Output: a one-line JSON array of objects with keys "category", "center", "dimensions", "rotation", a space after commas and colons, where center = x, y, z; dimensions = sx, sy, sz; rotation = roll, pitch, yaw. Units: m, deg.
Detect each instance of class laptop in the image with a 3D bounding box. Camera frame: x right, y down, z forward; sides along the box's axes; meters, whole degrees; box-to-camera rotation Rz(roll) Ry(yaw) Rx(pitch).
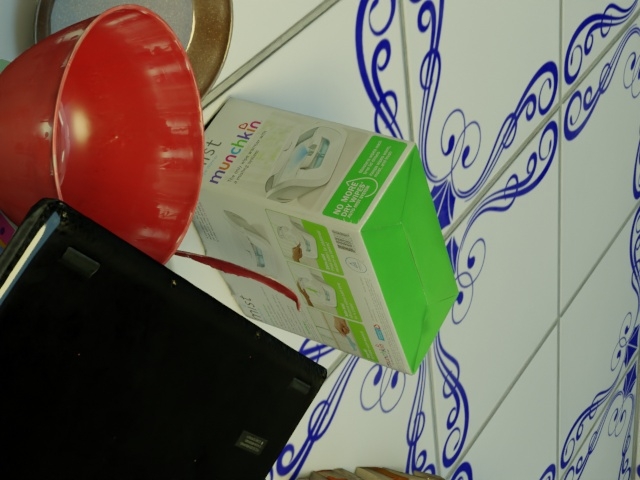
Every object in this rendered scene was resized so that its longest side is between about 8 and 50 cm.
[{"category": "laptop", "center": [-0.257, 0.167, 0.838], "dimensions": [0.408, 0.236, 0.382], "rotation": [-58, 149, -5]}]

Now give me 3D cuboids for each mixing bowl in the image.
[{"category": "mixing bowl", "center": [-0.163, -0.065, 0.801], "dimensions": [0.181, 0.098, 0.181], "rotation": [2, 90, -66]}]

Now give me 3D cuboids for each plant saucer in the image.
[{"category": "plant saucer", "center": [-0.167, -0.189, 1.041], "dimensions": [0.198, 0.036, 0.198], "rotation": [-19, 121, -35]}]

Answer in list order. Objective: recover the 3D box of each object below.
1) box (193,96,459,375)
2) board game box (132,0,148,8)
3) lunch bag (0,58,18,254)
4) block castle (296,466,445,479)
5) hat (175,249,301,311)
[{"category": "box", "center": [0.000, 0.000, 1.264], "dimensions": [0.127, 0.231, 0.262], "rotation": [-57, 146, -26]}, {"category": "board game box", "center": [-0.116, -0.280, 1.132], "dimensions": [0.126, 0.026, 0.186], "rotation": [40, 69, -59]}, {"category": "lunch bag", "center": [-0.280, 0.026, 0.875], "dimensions": [0.262, 0.160, 0.223], "rotation": [77, 31, -46]}, {"category": "block castle", "center": [0.133, 0.470, 1.659], "dimensions": [0.453, 0.303, 0.213], "rotation": [15, 92, -60]}, {"category": "hat", "center": [-0.136, -0.025, 1.067], "dimensions": [0.208, 0.183, 0.173], "rotation": [-14, 117, -57]}]
